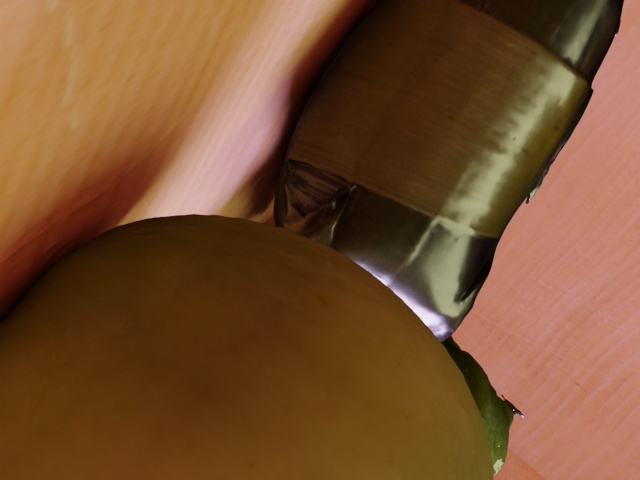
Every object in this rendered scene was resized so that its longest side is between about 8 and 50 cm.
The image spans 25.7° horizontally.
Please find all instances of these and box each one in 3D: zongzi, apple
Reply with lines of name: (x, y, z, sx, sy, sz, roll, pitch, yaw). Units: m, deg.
zongzi: (0.065, -0.106, 0.980, 0.289, 0.154, 0.317, -57, -162, 0)
apple: (-0.064, 0.131, 0.696, 0.292, 0.254, 0.292, -51, 172, -10)

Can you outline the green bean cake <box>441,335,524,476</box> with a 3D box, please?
green bean cake: (0.003, 0.147, 1.188, 0.247, 0.250, 0.156, -43, 144, -2)
